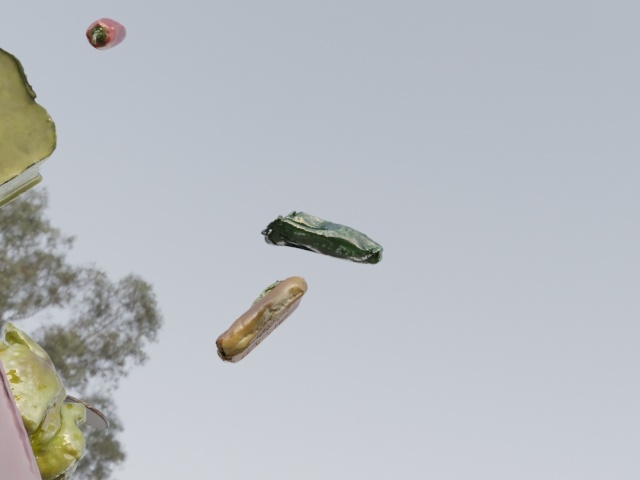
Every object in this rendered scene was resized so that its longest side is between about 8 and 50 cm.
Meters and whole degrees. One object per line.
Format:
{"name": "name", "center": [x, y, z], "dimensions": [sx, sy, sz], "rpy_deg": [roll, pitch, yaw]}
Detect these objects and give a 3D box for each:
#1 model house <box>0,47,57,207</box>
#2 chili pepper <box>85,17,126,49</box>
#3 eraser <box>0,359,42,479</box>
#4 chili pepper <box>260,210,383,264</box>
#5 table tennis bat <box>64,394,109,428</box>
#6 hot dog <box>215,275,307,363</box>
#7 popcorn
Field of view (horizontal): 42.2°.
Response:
{"name": "model house", "center": [-0.669, -0.207, 1.593], "dimensions": [0.321, 0.261, 0.266], "rpy_deg": [55, -21, -3]}
{"name": "chili pepper", "center": [-0.363, -0.351, 1.410], "dimensions": [0.059, 0.191, 0.050], "rpy_deg": [-28, -75, 4]}
{"name": "eraser", "center": [-0.403, 0.246, 0.772], "dimensions": [0.122, 0.272, 0.359], "rpy_deg": [-28, -102, 35]}
{"name": "chili pepper", "center": [0.000, -0.003, 1.388], "dimensions": [0.216, 0.108, 0.062], "rpy_deg": [13, -79, 12]}
{"name": "table tennis bat", "center": [-0.449, 0.296, 1.488], "dimensions": [0.158, 0.014, 0.095], "rpy_deg": [24, -33, 4]}
{"name": "hot dog", "center": [-0.101, 0.135, 1.506], "dimensions": [0.062, 0.235, 0.092], "rpy_deg": [40, -40, 13]}
{"name": "popcorn", "center": [-0.495, 0.287, 1.309], "dimensions": [0.276, 0.225, 0.276], "rpy_deg": [41, -21, 20]}
